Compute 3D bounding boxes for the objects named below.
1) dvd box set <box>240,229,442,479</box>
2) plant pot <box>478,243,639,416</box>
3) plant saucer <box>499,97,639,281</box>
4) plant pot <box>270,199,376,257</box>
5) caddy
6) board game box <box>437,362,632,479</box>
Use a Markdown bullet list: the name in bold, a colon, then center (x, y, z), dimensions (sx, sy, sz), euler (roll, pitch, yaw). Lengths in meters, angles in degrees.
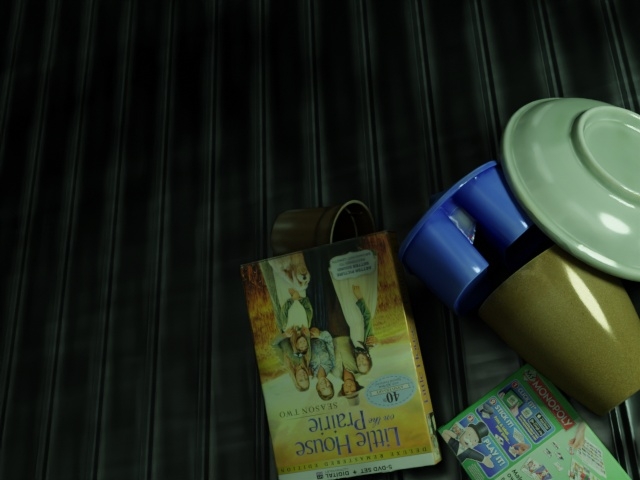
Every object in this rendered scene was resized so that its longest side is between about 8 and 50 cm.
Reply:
- **dvd box set**: center (0.031, 0.218, 1.635), dimensions (0.308, 0.062, 0.420), euler (-13, 82, 20)
- **plant pot**: center (0.435, 0.154, 1.488), dimensions (0.237, 0.237, 0.254), euler (-37, 71, 5)
- **plant saucer**: center (0.501, -0.118, 1.499), dimensions (0.400, 0.100, 0.400), euler (13, 49, -15)
- **plant pot**: center (0.000, 0.000, 1.797), dimensions (0.165, 0.167, 0.167), euler (4, 67, 35)
- **caddy**: center (0.258, -0.012, 1.580), dimensions (0.241, 0.341, 0.179), euler (-44, 73, 0)
- **board game box**: center (0.370, 0.384, 1.490), dimensions (0.213, 0.046, 0.317), euler (-37, 56, 4)
